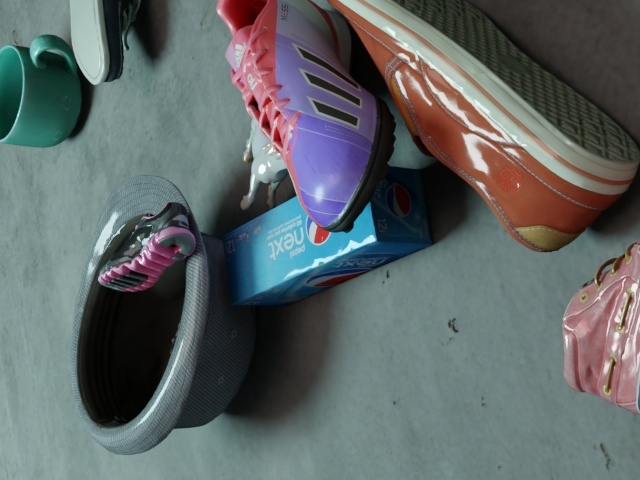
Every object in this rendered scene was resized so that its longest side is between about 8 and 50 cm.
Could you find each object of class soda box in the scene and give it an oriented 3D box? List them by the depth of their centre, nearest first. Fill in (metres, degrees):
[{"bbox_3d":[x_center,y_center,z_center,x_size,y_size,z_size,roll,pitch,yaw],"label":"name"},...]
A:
[{"bbox_3d":[0.000,0.000,0.927,0.210,0.067,0.071,-26,67,47],"label":"soda box"}]

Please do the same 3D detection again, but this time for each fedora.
[{"bbox_3d":[-0.147,0.081,1.054,0.244,0.124,0.275,0,80,50],"label":"fedora"}]

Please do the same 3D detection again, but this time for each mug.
[{"bbox_3d":[-0.367,-0.189,1.373,0.158,0.097,0.129,-7,81,50],"label":"mug"}]

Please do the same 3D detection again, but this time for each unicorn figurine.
[{"bbox_3d":[-0.042,-0.078,0.972,0.111,0.060,0.162,114,142,-49],"label":"unicorn figurine"}]

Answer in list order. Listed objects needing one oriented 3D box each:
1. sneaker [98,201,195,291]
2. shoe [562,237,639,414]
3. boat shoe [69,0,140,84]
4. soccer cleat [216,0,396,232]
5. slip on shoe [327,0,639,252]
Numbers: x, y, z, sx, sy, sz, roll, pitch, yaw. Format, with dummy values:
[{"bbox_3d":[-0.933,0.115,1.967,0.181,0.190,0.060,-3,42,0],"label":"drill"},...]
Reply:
[{"bbox_3d":[-0.161,0.005,0.963,0.119,0.047,0.057,-31,52,30],"label":"sneaker"},{"bbox_3d":[0.205,0.024,0.673,0.081,0.063,0.178,15,103,46],"label":"shoe"},{"bbox_3d":[-0.265,-0.295,1.273,0.095,0.079,0.254,-49,49,40],"label":"boat shoe"},{"bbox_3d":[-0.023,-0.119,0.851,0.108,0.116,0.318,-54,26,26],"label":"soccer cleat"},{"bbox_3d":[0.096,-0.115,0.787,0.331,0.123,0.101,50,128,35],"label":"slip on shoe"}]
